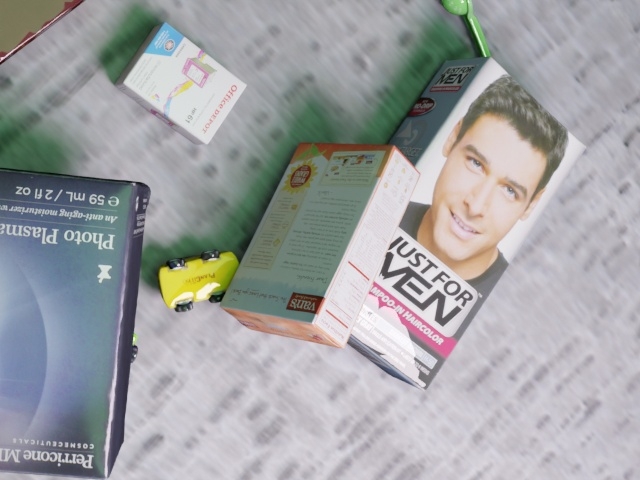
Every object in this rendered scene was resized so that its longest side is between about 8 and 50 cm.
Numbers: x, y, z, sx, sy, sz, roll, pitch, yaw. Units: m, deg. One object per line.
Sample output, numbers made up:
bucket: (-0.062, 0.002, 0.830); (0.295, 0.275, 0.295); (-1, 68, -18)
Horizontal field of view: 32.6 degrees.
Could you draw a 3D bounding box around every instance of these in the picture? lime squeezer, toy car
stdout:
lime squeezer: (0.144, -0.306, 1.383); (0.310, 0.059, 0.110); (32, 81, -22)
toy car: (-0.231, 0.081, 1.256); (0.239, 0.053, 0.225); (22, 85, -22)

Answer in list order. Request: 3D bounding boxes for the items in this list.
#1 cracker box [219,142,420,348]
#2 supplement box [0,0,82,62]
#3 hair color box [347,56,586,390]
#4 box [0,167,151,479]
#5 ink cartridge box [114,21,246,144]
cracker box: (0.000, 0.000, 1.264); (0.067, 0.155, 0.232); (42, 65, -40)
supplement box: (-0.360, -0.286, 1.135); (0.194, 0.129, 0.191); (-42, 108, -14)
hair color box: (0.145, -0.025, 1.366); (0.185, 0.113, 0.374); (38, 81, -22)
box: (-0.337, 0.071, 1.105); (0.296, 0.183, 0.294); (5, 92, -6)
ink cartridge box: (-0.160, -0.180, 1.267); (0.122, 0.052, 0.088); (36, 80, -22)
